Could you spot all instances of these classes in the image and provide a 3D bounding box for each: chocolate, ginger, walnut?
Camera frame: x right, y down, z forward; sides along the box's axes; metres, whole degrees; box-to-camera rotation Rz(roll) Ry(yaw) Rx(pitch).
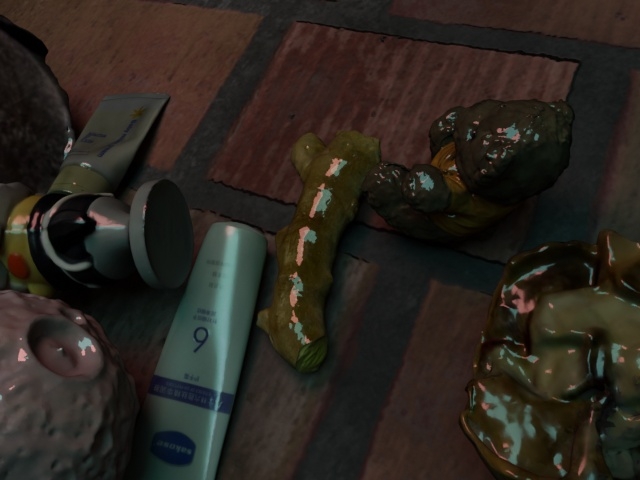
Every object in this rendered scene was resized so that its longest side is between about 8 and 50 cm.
[{"bbox_3d":[-0.512,-0.147,0.741,0.212,0.303,0.303,-3,61,32],"label":"chocolate"},{"bbox_3d":[-0.002,-0.002,0.632,0.117,0.065,0.299,-3,61,28],"label":"ginger"},{"bbox_3d":[0.227,0.110,0.478,0.238,0.141,0.204,-29,49,1],"label":"walnut"}]

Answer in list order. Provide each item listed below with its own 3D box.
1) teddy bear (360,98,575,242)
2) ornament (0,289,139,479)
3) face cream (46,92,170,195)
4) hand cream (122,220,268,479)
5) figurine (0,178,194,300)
[{"bbox_3d":[0.158,-0.071,0.563,0.177,0.190,0.140,-36,89,-27],"label":"teddy bear"},{"bbox_3d":[-0.291,0.164,0.510,0.225,0.259,0.259,-44,59,18],"label":"ornament"},{"bbox_3d":[-0.297,-0.132,0.783,0.114,0.070,0.224,3,55,15],"label":"face cream"},{"bbox_3d":[-0.127,0.131,0.614,0.109,0.067,0.321,9,73,17],"label":"hand cream"},{"bbox_3d":[-0.269,0.002,0.633,0.236,0.176,0.133,-4,75,9],"label":"figurine"}]
